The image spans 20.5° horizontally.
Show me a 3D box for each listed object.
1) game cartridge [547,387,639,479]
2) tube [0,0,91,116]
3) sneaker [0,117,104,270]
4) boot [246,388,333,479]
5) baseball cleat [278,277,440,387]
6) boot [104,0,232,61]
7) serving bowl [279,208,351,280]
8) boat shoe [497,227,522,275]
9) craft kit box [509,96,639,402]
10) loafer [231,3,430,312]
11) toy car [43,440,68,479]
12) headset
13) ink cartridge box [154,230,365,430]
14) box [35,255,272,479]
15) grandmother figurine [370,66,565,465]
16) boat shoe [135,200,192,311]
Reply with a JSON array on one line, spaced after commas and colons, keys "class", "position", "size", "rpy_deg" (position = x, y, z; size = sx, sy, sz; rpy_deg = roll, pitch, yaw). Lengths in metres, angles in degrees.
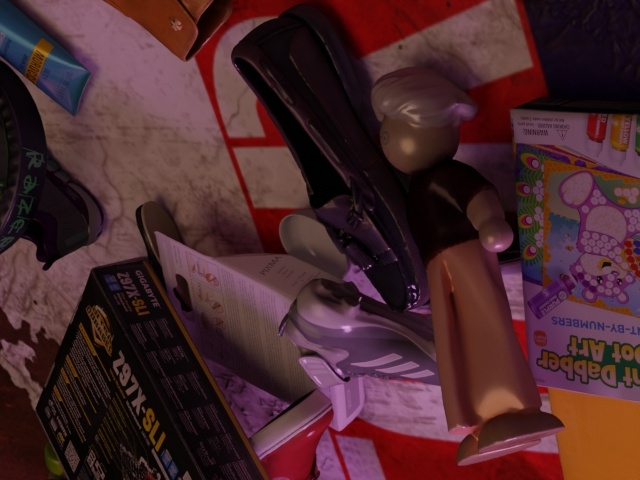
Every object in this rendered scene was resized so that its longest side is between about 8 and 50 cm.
[{"class": "game cartridge", "position": [0.347, 0.167, 1.544], "size": [0.324, 0.053, 0.285], "rpy_deg": [12, 126, 39]}, {"class": "tube", "position": [-0.328, -0.219, 1.874], "size": [0.207, 0.052, 0.080], "rpy_deg": [40, 150, 4]}, {"class": "sneaker", "position": [-0.345, -0.065, 1.958], "size": [0.224, 0.098, 0.083], "rpy_deg": [40, 138, 12]}, {"class": "boot", "position": [-0.011, 0.267, 1.815], "size": [0.176, 0.088, 0.244], "rpy_deg": [51, 143, 12]}, {"class": "baseball cleat", "position": [0.060, 0.108, 1.693], "size": [0.206, 0.072, 0.109], "rpy_deg": [28, 121, -9]}, {"class": "boot", "position": [-0.198, -0.247, 1.687], "size": [0.211, 0.104, 0.295], "rpy_deg": [51, 135, 0]}, {"class": "serving bowl", "position": [0.000, 0.000, 1.742], "size": [0.083, 0.027, 0.083], "rpy_deg": [28, 144, 22]}, {"class": "boat shoe", "position": [0.149, 0.004, 1.600], "size": [0.142, 0.049, 0.040], "rpy_deg": [-2, 117, 45]}, {"class": "craft kit box", "position": [0.276, 0.012, 1.440], "size": [0.250, 0.061, 0.246], "rpy_deg": [6, 110, 41]}, {"class": "loafer", "position": [0.009, -0.062, 1.619], "size": [0.109, 0.095, 0.302], "rpy_deg": [-13, 103, 58]}, {"class": "toy car", "position": [-0.251, 0.342, 2.182], "size": [0.188, 0.149, 0.155], "rpy_deg": [6, 132, 5]}, {"class": "headset", "position": [-0.454, -0.129, 1.958], "size": [0.394, 0.185, 0.243], "rpy_deg": [31, 108, 21]}, {"class": "ink cartridge box", "position": [-0.060, 0.080, 1.824], "size": [0.225, 0.056, 0.181], "rpy_deg": [27, 144, 28]}, {"class": "box", "position": [-0.180, 0.222, 1.863], "size": [0.322, 0.079, 0.257], "rpy_deg": [58, 139, 29]}, {"class": "grandmother figurine", "position": [0.116, 0.010, 1.509], "size": [0.208, 0.104, 0.342], "rpy_deg": [136, 121, -63]}, {"class": "boat shoe", "position": [-0.168, 0.019, 1.896], "size": [0.042, 0.049, 0.133], "rpy_deg": [-8, 118, 36]}]
